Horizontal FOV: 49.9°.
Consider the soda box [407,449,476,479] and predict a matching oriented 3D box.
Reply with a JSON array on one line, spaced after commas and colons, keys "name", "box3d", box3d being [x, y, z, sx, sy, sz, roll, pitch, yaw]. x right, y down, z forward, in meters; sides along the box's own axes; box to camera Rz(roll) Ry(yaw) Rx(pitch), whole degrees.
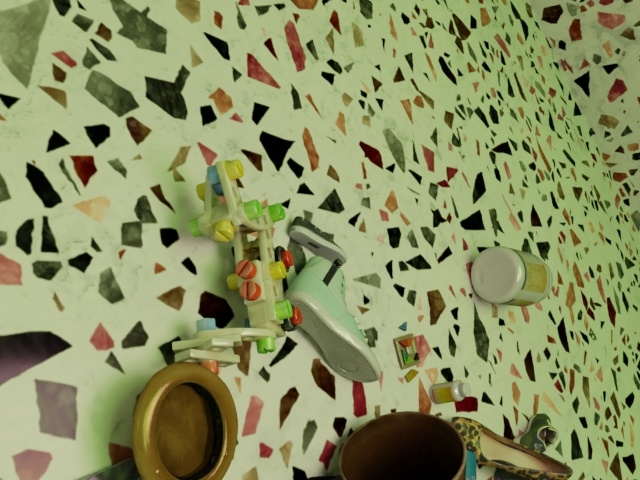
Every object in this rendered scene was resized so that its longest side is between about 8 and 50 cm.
[{"name": "soda box", "box3d": [0.228, 0.441, 1.379, 0.210, 0.067, 0.071, 32, 52, -36]}]

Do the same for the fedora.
[{"name": "fedora", "box3d": [-0.203, 0.267, 0.963, 0.194, 0.079, 0.194, 14, 72, -48]}]

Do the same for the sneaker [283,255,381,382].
[{"name": "sneaker", "box3d": [0.046, 0.142, 1.283, 0.256, 0.094, 0.151, 51, 40, -22]}]

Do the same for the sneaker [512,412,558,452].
[{"name": "sneaker", "box3d": [0.556, 0.483, 1.711, 0.192, 0.086, 0.064, -17, 88, -50]}]

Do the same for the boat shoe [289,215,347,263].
[{"name": "boat shoe", "box3d": [0.000, 0.000, 1.325, 0.142, 0.049, 0.040, 34, 51, -32]}]

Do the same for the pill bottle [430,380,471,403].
[{"name": "pill bottle", "box3d": [0.279, 0.324, 1.472, 0.043, 0.083, 0.043, 21, 60, -41]}]

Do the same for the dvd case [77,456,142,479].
[{"name": "dvd case", "box3d": [-0.302, 0.387, 0.850, 0.221, 0.018, 0.164, -10, 82, -49]}]

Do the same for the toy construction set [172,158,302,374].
[{"name": "toy construction set", "box3d": [-0.125, 0.055, 1.083, 0.215, 0.151, 0.327, 42, 50, -63]}]

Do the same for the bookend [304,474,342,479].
[{"name": "bookend", "box3d": [-0.023, 0.473, 1.084, 0.157, 0.072, 0.156, -5, 78, -48]}]

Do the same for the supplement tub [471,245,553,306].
[{"name": "supplement tub", "box3d": [0.494, 0.095, 1.760, 0.200, 0.144, 0.144, 11, 66, -46]}]

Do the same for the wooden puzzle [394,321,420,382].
[{"name": "wooden puzzle", "box3d": [0.187, 0.236, 1.461, 0.078, 0.014, 0.116, -16, 87, -50]}]

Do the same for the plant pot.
[{"name": "plant pot", "box3d": [0.158, 0.460, 1.202, 0.215, 0.215, 0.230, -42, 128, -48]}]

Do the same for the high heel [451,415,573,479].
[{"name": "high heel", "box3d": [0.414, 0.449, 1.491, 0.261, 0.186, 0.093, 47, 45, -24]}]
